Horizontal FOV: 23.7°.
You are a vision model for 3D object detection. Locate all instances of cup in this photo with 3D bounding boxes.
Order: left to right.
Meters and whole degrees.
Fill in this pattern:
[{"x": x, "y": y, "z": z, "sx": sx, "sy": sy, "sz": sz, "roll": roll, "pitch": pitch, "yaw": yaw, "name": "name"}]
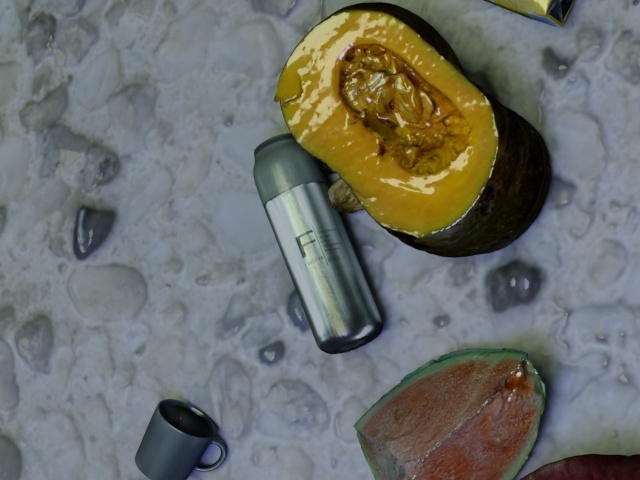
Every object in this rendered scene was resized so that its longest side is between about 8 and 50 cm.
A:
[{"x": -0.163, "y": 0.246, "z": 1.805, "sx": 0.100, "sy": 0.078, "sz": 0.077, "roll": 27, "pitch": 107, "yaw": -4, "name": "cup"}]

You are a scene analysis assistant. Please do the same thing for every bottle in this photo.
[{"x": 0.000, "y": 0.000, "z": 1.725, "sx": 0.096, "sy": 0.079, "sz": 0.253, "roll": -19, "pitch": 76, "yaw": -13, "name": "bottle"}]

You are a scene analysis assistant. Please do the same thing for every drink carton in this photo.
[{"x": 0.179, "y": -0.297, "z": 1.643, "sx": 0.200, "sy": 0.074, "sz": 0.084, "roll": 28, "pitch": 99, "yaw": 28, "name": "drink carton"}]

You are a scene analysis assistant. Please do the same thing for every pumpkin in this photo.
[{"x": 0.087, "y": -0.105, "z": 1.651, "sx": 0.317, "sy": 0.139, "sz": 0.222, "roll": 46, "pitch": 105, "yaw": 19, "name": "pumpkin"}]

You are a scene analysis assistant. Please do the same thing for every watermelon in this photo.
[{"x": 0.136, "y": 0.194, "z": 1.637, "sx": 0.231, "sy": 0.128, "sz": 0.146, "roll": -42, "pitch": 41, "yaw": 5, "name": "watermelon"}]

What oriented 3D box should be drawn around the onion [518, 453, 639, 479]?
[{"x": 0.281, "y": 0.370, "z": 1.438, "sx": 0.348, "sy": 0.285, "sz": 0.347, "roll": -3, "pitch": 80, "yaw": 18, "name": "onion"}]
